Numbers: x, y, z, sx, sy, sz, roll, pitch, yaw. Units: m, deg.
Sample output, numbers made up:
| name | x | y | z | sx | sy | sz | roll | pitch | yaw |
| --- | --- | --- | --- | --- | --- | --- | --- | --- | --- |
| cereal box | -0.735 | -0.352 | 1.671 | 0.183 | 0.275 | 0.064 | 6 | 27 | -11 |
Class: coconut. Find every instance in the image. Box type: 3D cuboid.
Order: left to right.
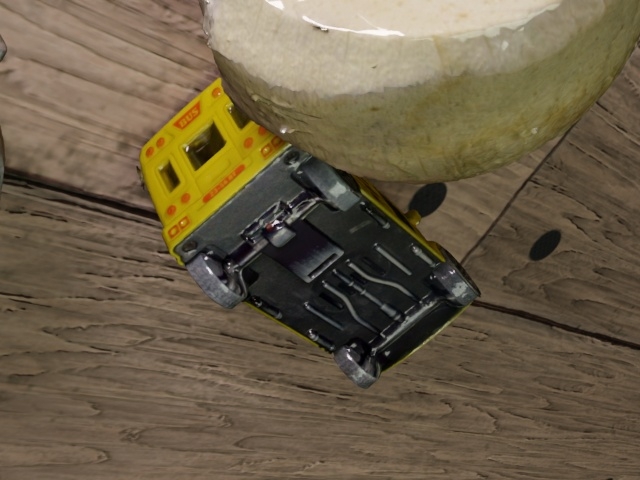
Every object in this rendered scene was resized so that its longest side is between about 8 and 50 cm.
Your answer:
| name | x | y | z | sx | sy | sz | roll | pitch | yaw |
| --- | --- | --- | --- | --- | --- | --- | --- | --- | --- |
| coconut | 0.058 | -0.178 | 0.657 | 0.297 | 0.297 | 0.254 | -37 | 169 | -4 |

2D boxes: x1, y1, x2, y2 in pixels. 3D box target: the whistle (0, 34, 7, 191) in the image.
| name | x | y | z | sx | sy | sz | roll | pitch | yaw |
| --- | --- | --- | --- | --- | --- | --- | --- | --- | --- |
| whistle | -0.317 | -0.015 | 0.609 | 0.347 | 0.189 | 0.189 | -30 | 145 | 12 |

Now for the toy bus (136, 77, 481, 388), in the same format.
| name | x | y | z | sx | sy | sz | roll | pitch | yaw |
| --- | --- | --- | --- | --- | --- | --- | --- | --- | --- |
| toy bus | 0.000 | 0.000 | 0.907 | 0.144 | 0.152 | 0.330 | -40 | 142 | 10 |
